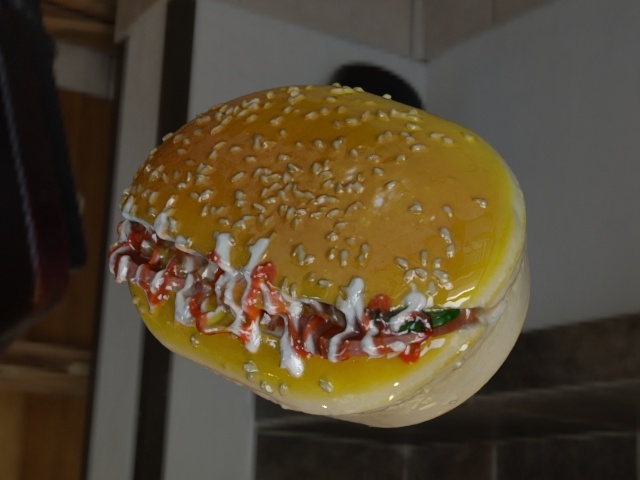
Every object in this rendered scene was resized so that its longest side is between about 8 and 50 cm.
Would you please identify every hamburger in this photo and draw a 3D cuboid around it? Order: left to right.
[{"bbox_3d":[0.000,0.000,0.863,0.295,0.227,0.151,17,156,40],"label":"hamburger"}]
